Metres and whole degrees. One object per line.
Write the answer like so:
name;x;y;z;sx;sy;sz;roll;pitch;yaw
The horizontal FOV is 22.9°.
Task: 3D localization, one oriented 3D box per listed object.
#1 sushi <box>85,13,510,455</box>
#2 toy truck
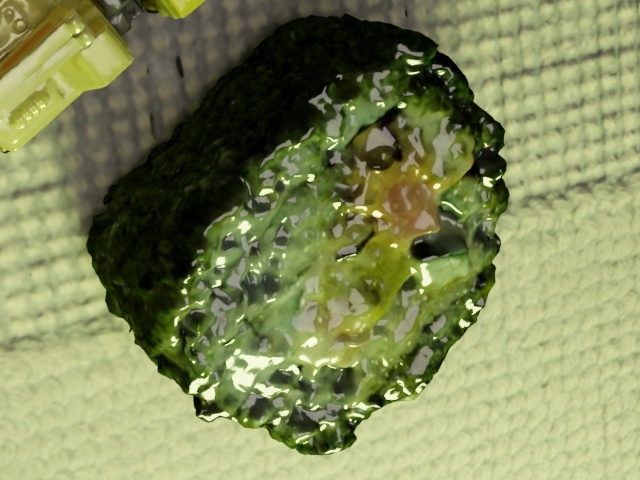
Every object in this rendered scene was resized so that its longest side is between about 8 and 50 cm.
sushi;0.000;0.000;1.334;0.352;0.178;0.294;-48;122;-5
toy truck;-0.181;-0.178;1.197;0.272;0.157;0.124;-40;119;-10
